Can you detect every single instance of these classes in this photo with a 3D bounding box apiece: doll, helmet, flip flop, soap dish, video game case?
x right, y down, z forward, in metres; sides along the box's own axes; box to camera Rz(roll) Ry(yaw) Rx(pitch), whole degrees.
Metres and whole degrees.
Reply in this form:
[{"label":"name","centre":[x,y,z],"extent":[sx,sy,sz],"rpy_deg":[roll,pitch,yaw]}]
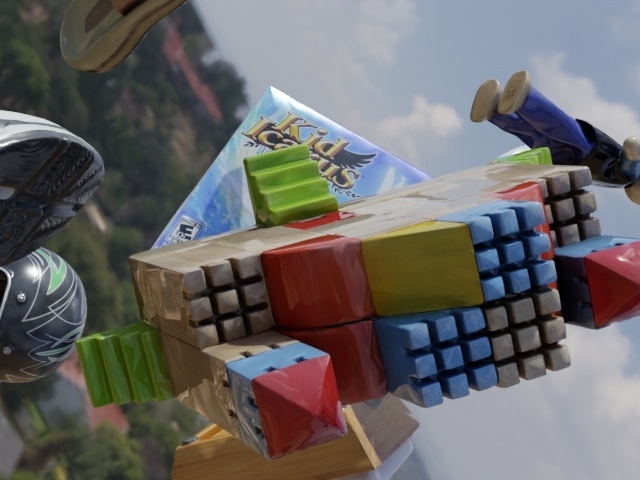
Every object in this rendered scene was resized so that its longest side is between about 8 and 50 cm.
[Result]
[{"label":"doll","centre":[0.220,-0.077,1.160],"extent":[0.189,0.046,0.129],"rpy_deg":[28,-19,-26]},{"label":"helmet","centre":[-0.343,0.080,1.553],"extent":[0.161,0.169,0.169],"rpy_deg":[27,-13,19]},{"label":"flip flop","centre":[-0.135,-0.222,1.020],"extent":[0.080,0.277,0.112],"rpy_deg":[22,53,-29]},{"label":"soap dish","centre":[-0.036,0.275,1.824],"extent":[0.229,0.291,0.118],"rpy_deg":[-22,96,-70]},{"label":"video game case","centre":[0.000,0.000,1.399],"extent":[0.269,0.244,0.061],"rpy_deg":[29,-32,4]}]

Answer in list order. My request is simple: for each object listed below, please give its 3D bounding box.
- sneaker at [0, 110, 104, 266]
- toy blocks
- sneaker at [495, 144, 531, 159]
[{"label":"sneaker","centre":[-0.384,-0.119,1.231],"extent":[0.257,0.169,0.447],"rpy_deg":[47,15,17]},{"label":"toy blocks","centre":[0.054,0.031,0.882],"extent":[0.261,0.381,0.190],"rpy_deg":[-170,-114,-68]},{"label":"sneaker","centre":[0.237,0.040,1.804],"extent":[0.236,0.323,0.130],"rpy_deg":[51,-26,12]}]
